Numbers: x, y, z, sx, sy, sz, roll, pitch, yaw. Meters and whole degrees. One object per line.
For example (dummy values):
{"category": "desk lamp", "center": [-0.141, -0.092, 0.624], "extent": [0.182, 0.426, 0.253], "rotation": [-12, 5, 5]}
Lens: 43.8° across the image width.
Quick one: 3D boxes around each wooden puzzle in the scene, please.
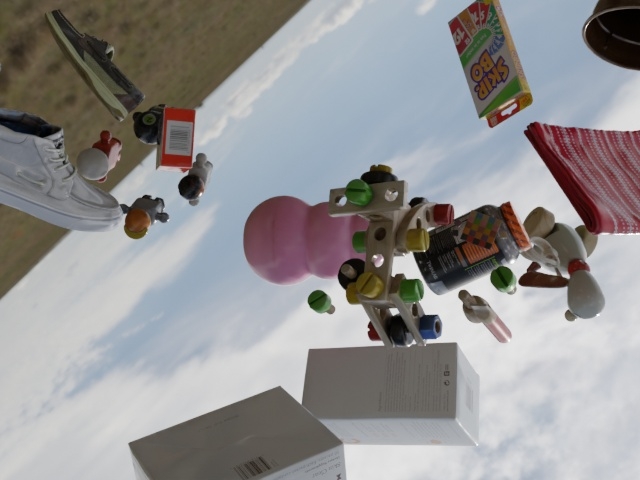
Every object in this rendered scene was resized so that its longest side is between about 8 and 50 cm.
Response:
{"category": "wooden puzzle", "center": [0.246, -0.016, 1.222], "extent": [0.006, 0.083, 0.049], "rotation": [39, 73, -78]}

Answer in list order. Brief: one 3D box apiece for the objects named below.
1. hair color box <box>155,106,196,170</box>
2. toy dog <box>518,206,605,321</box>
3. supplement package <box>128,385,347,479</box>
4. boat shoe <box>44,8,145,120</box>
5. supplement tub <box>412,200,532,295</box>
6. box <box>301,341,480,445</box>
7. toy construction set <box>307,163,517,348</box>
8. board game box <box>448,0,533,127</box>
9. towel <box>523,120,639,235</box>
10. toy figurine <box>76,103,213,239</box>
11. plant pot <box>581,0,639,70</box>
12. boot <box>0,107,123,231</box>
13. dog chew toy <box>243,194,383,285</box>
{"category": "hair color box", "center": [-0.238, -0.160, 1.299], "extent": [0.167, 0.053, 0.093], "rotation": [-174, -92, -77]}
{"category": "toy dog", "center": [0.498, 0.069, 1.689], "extent": [0.161, 0.220, 0.334], "rotation": [-61, 171, 30]}
{"category": "supplement package", "center": [-0.120, 0.361, 1.189], "extent": [0.262, 0.145, 0.204], "rotation": [-17, -156, -26]}
{"category": "boat shoe", "center": [-0.384, -0.308, 1.360], "extent": [0.073, 0.223, 0.080], "rotation": [-36, 175, -11]}
{"category": "supplement tub", "center": [0.266, 0.011, 1.404], "extent": [0.190, 0.117, 0.117], "rotation": [-25, -161, 16]}
{"category": "box", "center": [0.159, 0.347, 1.763], "extent": [0.345, 0.215, 0.168], "rotation": [-6, -120, 22]}
{"category": "toy construction set", "center": [0.127, 0.029, 1.163], "extent": [0.309, 0.237, 0.257], "rotation": [27, -99, 35]}
{"category": "board game box", "center": [0.354, -0.375, 1.663], "extent": [0.039, 0.259, 0.124], "rotation": [-6, 164, -39]}
{"category": "towel", "center": [0.431, -0.090, 1.126], "extent": [0.031, 0.275, 0.199], "rotation": [-57, -135, 43]}
{"category": "toy figurine", "center": [-0.321, -0.132, 1.492], "extent": [0.213, 0.209, 0.148], "rotation": [-27, -164, 13]}
{"category": "plant pot", "center": [0.485, -0.358, 1.152], "extent": [0.167, 0.167, 0.165], "rotation": [-9, -121, 66]}
{"category": "boot", "center": [-0.384, -0.102, 1.132], "extent": [0.123, 0.258, 0.095], "rotation": [-56, -144, 22]}
{"category": "dog chew toy", "center": [0.000, 0.000, 1.789], "extent": [0.332, 0.206, 0.206], "rotation": [0, -154, 10]}
